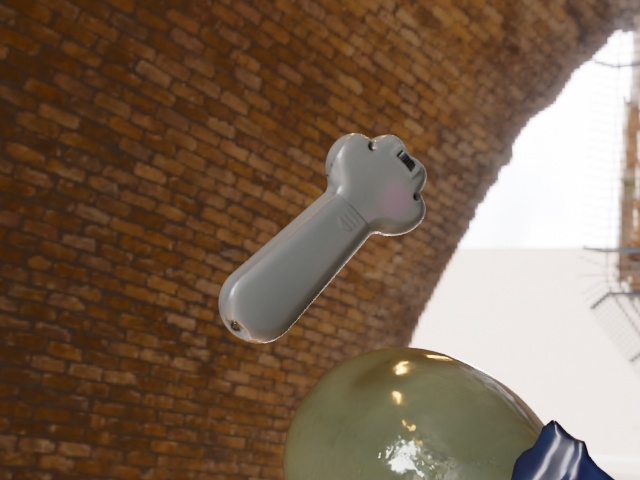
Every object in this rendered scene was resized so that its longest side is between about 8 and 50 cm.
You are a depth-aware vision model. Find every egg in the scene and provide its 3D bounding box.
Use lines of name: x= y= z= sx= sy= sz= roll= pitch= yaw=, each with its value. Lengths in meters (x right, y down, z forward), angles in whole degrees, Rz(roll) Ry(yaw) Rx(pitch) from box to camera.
egg: x=0.097 y=0.208 z=0.850 sx=0.218 sy=0.295 sz=0.218 roll=-4 pitch=-84 yaw=-39

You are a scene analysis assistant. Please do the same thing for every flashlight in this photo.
flashlight: x=0.000 y=0.000 z=0.761 sx=0.200 sy=0.047 sz=0.093 roll=-46 pitch=-76 yaw=-9

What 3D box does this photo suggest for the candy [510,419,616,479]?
candy: x=0.106 y=0.175 z=0.166 sx=0.077 sy=0.331 sz=0.187 roll=29 pitch=-92 yaw=-29
